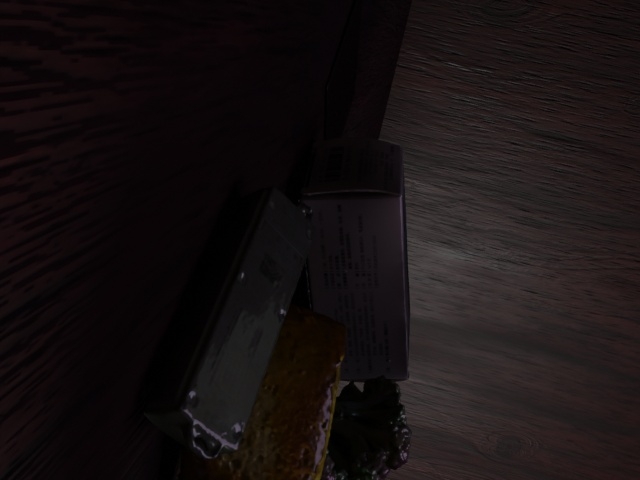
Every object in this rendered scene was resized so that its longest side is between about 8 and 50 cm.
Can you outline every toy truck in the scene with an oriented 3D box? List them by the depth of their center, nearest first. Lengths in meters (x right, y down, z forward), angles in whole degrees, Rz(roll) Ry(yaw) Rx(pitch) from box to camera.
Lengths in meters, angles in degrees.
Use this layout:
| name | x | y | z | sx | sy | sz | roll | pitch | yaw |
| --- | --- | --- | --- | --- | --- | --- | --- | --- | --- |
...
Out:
| name | x | y | z | sx | sy | sz | roll | pitch | yaw |
| --- | --- | --- | --- | --- | --- | --- | --- | --- | --- |
| toy truck | -0.038 | 0.111 | 1.200 | 0.052 | 0.063 | 0.123 | 28 | 77 | -83 |

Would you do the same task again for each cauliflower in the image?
| name | x | y | z | sx | sy | sz | roll | pitch | yaw |
| --- | --- | --- | --- | --- | --- | --- | --- | --- | --- |
| cauliflower | -0.027 | 0.243 | 1.019 | 0.256 | 0.315 | 0.239 | -23 | -172 | 45 |

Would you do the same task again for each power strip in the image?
| name | x | y | z | sx | sy | sz | roll | pitch | yaw |
| --- | --- | --- | --- | --- | --- | --- | --- | --- | --- |
| power strip | -0.072 | 0.064 | 0.662 | 0.078 | 0.052 | 0.272 | 46 | 45 | -30 |

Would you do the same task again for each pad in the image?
| name | x | y | z | sx | sy | sz | roll | pitch | yaw |
| --- | --- | --- | --- | --- | --- | --- | --- | --- | --- |
| pad | 0.037 | -0.256 | 1.305 | 0.330 | 0.004 | 0.220 | 91 | 15 | -66 |

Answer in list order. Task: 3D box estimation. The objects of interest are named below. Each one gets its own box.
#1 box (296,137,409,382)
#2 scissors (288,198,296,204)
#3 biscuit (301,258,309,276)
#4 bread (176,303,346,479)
| name | x | y | z | sx | sy | sz | roll | pitch | yaw |
| --- | --- | --- | --- | --- | --- | --- | --- | --- | --- |
| box | 0.058 | 0.031 | 1.133 | 0.173 | 0.145 | 0.332 | -80 | 166 | -60 |
| scissors | -0.057 | 0.038 | 1.076 | 0.220 | 0.017 | 0.088 | 99 | 5 | -48 |
| biscuit | 0.000 | 0.000 | 1.343 | 0.194 | 0.053 | 0.194 | 14 | 90 | -84 |
| bread | -0.058 | 0.183 | 0.795 | 0.268 | 0.146 | 0.268 | 14 | 90 | -88 |
